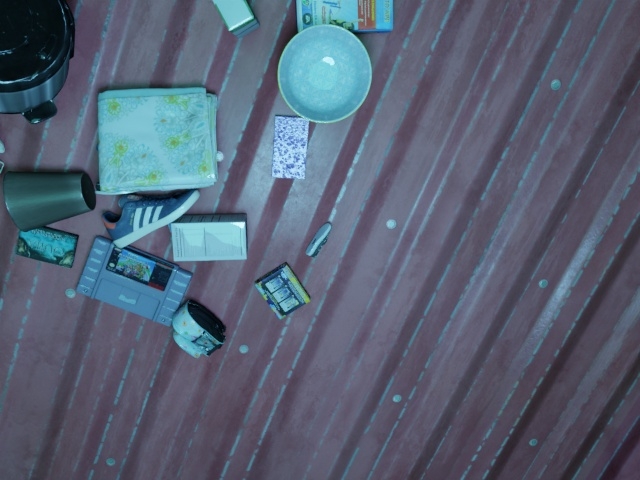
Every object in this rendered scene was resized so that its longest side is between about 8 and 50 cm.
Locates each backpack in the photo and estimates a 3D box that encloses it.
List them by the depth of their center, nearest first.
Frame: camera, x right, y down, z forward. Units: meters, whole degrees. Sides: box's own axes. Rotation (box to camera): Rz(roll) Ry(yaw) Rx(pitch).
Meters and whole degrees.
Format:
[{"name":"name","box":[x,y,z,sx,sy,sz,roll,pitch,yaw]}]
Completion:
[{"name":"backpack","box":[-0.450,0.315,1.710,0.144,0.166,0.188,-34,113,4]}]

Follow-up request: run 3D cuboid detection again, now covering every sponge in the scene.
[{"name":"sponge","box":[-0.104,-0.320,1.629,0.117,0.031,0.210,4,106,-6]}]

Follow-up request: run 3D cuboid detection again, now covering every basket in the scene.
[{"name":"basket","box":[-0.879,-0.142,1.561,0.227,0.154,0.204,-8,107,-6]}]

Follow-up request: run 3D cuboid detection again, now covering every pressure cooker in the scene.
[{"name":"pressure cooker","box":[-0.902,-0.554,1.316,0.375,0.420,0.370,13,84,-29]}]

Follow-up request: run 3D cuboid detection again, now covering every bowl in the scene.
[{"name":"bowl","box":[0.008,-0.525,1.514,0.289,0.156,0.289,-1,107,-5]}]

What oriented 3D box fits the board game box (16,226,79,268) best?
[{"name":"board game box","box":[-0.956,0.016,1.660,0.186,0.026,0.126,16,104,-9]}]

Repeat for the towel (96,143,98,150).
[{"name":"towel","box":[-0.685,-0.301,1.589,0.119,0.029,0.067,31,101,-13]}]

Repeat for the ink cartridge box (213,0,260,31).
[{"name":"ink cartridge box","box":[-0.260,-0.703,1.416,0.087,0.208,0.153,-28,105,7]}]

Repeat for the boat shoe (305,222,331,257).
[{"name":"boat shoe","box":[0.000,0.000,1.725,0.040,0.049,0.142,29,104,-31]}]

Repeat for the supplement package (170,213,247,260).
[{"name":"supplement package","box":[-0.378,-0.014,1.637,0.244,0.134,0.139,-1,106,-6]}]

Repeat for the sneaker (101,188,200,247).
[{"name":"sneaker","box":[-0.580,-0.112,1.594,0.350,0.131,0.148,-28,108,6]}]

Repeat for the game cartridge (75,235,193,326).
[{"name":"game cartridge","box":[-0.666,0.147,1.706,0.355,0.068,0.230,23,107,-11]}]

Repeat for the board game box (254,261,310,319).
[{"name":"board game box","box":[-0.140,0.187,1.763,0.141,0.048,0.170,-32,106,3]}]

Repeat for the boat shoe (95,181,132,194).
[{"name":"boat shoe","box":[-0.599,-0.211,1.585,0.302,0.114,0.091,-9,108,-14]}]

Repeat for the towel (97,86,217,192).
[{"name":"towel","box":[-0.514,-0.321,1.506,0.374,0.090,0.320,-4,81,-3]}]

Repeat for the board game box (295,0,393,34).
[{"name":"board game box","box":[0.069,-0.808,1.474,0.302,0.086,0.308,-3,106,-4]}]

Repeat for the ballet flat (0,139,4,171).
[{"name":"ballet flat","box":[-1.077,-0.280,1.547,0.086,0.086,0.248,18,105,-9]}]

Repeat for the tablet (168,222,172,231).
[{"name":"tablet","box":[-0.518,-0.074,1.679,0.054,0.006,0.083,-14,106,0]}]
